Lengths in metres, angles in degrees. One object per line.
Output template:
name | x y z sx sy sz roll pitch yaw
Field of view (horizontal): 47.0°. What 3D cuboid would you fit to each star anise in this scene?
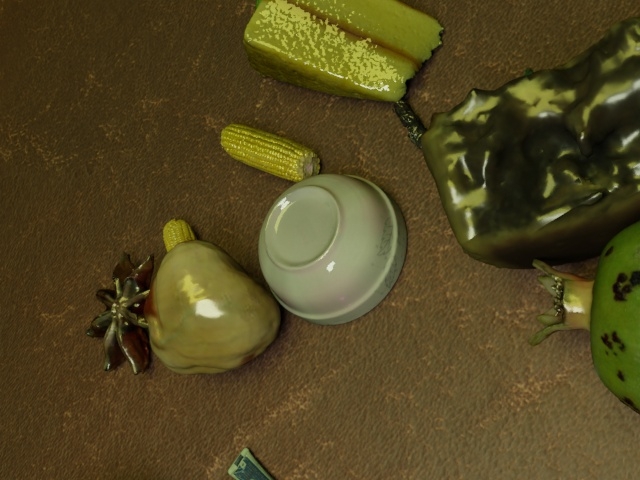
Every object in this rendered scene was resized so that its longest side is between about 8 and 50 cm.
star anise | -0.400 0.148 1.550 0.288 0.088 0.288 -11 74 42

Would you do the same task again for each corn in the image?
corn | -0.109 -0.182 1.511 0.248 0.081 0.081 24 85 35
corn | -0.279 0.039 1.536 0.067 0.067 0.206 -34 60 15

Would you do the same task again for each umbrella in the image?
umbrella | 0.177 -0.209 1.375 0.040 0.037 0.144 -34 54 9

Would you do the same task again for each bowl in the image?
bowl | 0.000 0.000 1.336 0.287 0.144 0.287 -11 66 28

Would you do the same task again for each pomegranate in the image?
pomegranate | 0.435 0.086 0.941 0.323 0.291 0.291 16 79 12

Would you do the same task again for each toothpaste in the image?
toothpaste | -0.088 0.438 1.282 0.197 0.035 0.057 30 79 38

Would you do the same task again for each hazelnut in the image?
hazelnut | -0.197 0.125 1.372 0.261 0.241 0.261 8 106 30

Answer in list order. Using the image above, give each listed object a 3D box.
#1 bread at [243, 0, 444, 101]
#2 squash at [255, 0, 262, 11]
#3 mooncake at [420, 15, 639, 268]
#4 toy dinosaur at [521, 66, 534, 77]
bread | 0.051 -0.400 1.520 0.361 0.245 0.233 28 85 6
squash | -0.138 -0.547 1.707 0.027 0.027 0.089 4 77 32
mooncake | 0.353 -0.125 1.017 0.394 0.393 0.246 -5 61 -11
toy dinosaur | 0.308 -0.174 1.261 0.120 0.079 0.292 38 89 34
